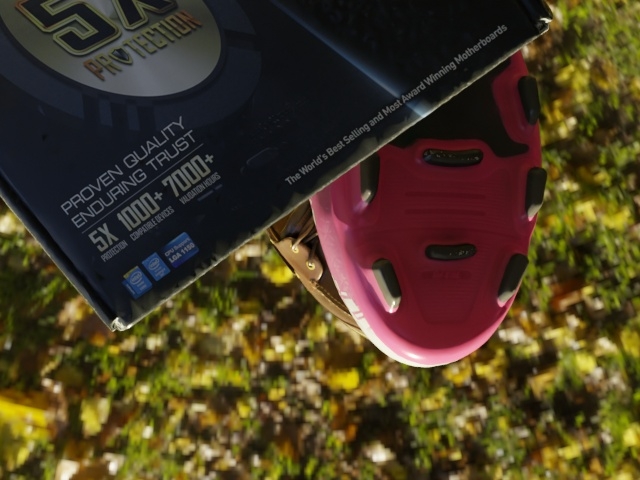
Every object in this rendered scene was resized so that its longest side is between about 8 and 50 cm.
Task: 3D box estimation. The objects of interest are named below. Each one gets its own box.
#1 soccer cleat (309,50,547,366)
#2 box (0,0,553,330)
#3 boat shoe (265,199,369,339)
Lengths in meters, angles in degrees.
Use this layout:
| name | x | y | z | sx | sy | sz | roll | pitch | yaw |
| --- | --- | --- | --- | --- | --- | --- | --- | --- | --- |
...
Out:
| name | x | y | z | sx | sy | sz | roll | pitch | yaw |
| --- | --- | --- | --- | --- | --- | --- | --- | --- | --- |
| soccer cleat | 0.027 | -0.104 | 0.706 | 0.116 | 0.143 | 0.331 | -7 | 89 | -23 |
| box | -0.038 | -0.083 | 0.473 | 0.180 | 0.077 | 0.147 | -34 | 100 | 12 |
| boat shoe | 0.000 | -0.001 | 0.881 | 0.064 | 0.178 | 0.060 | -50 | 144 | 9 |
